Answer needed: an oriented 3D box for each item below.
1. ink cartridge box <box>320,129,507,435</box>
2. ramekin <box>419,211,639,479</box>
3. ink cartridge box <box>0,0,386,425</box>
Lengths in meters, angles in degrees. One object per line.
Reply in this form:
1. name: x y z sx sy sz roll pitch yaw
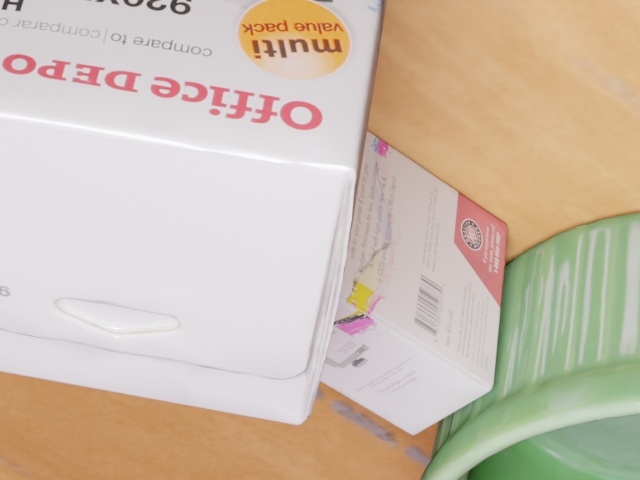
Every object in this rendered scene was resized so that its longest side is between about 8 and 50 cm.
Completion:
1. ink cartridge box: 0.000 0.000 0.970 0.198 0.115 0.067 33 135 -24
2. ramekin: 0.204 0.120 1.046 0.303 0.148 0.303 6 140 5
3. ink cartridge box: -0.062 -0.071 0.806 0.171 0.233 0.168 9 140 0
